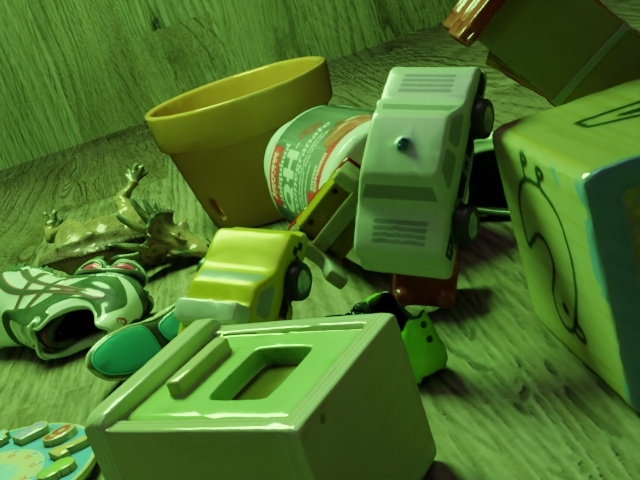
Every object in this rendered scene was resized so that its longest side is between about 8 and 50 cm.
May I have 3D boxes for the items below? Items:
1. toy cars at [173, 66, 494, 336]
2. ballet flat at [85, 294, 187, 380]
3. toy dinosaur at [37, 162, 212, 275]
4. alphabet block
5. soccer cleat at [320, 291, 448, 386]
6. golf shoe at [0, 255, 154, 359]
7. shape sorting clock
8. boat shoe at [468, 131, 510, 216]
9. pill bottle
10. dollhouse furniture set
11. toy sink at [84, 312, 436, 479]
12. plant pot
[{"bbox_3d":[0.000,0.000,0.787,0.394,0.087,0.176,-42,61,6],"label":"toy cars"},{"bbox_3d":[-0.185,0.112,1.041,0.168,0.057,0.052,-26,-9,-36],"label":"ballet flat"},{"bbox_3d":[-0.313,0.005,1.371,0.296,0.127,0.200,-24,24,-3],"label":"toy dinosaur"},{"bbox_3d":[0.268,-0.014,0.729,0.194,0.192,0.197,-17,16,-4],"label":"alphabet block"},{"bbox_3d":[0.046,0.078,0.855,0.060,0.072,0.179,-28,20,-31],"label":"soccer cleat"},{"bbox_3d":[-0.343,0.090,1.163,0.273,0.105,0.120,-12,25,19],"label":"golf shoe"},{"bbox_3d":[-0.297,0.213,0.836,0.206,0.040,0.206,-16,18,5],"label":"shape sorting clock"},{"bbox_3d":[0.250,-0.075,1.080,0.091,0.109,0.305,-33,20,-31],"label":"boat shoe"},{"bbox_3d":[0.036,-0.077,1.172,0.176,0.176,0.318,-22,18,-14],"label":"pill bottle"},{"bbox_3d":[0.154,-0.094,0.935,0.374,0.201,0.152,-50,10,17],"label":"dollhouse furniture set"},{"bbox_3d":[-0.063,0.141,0.671,0.234,0.131,0.153,-7,20,32],"label":"toy sink"},{"bbox_3d":[-0.101,-0.146,1.474,0.291,0.203,0.291,-17,17,5],"label":"plant pot"}]
